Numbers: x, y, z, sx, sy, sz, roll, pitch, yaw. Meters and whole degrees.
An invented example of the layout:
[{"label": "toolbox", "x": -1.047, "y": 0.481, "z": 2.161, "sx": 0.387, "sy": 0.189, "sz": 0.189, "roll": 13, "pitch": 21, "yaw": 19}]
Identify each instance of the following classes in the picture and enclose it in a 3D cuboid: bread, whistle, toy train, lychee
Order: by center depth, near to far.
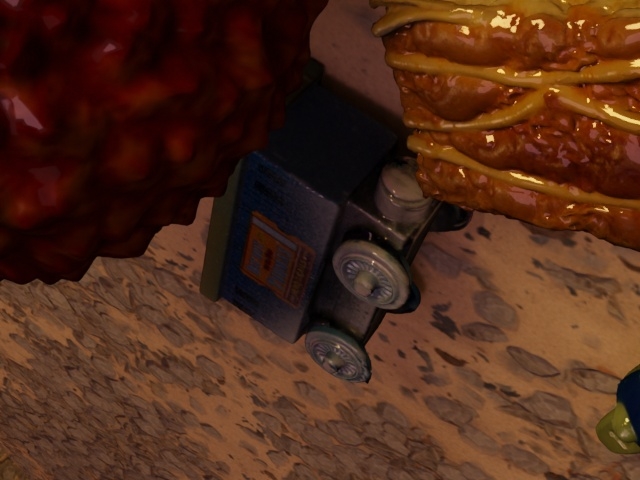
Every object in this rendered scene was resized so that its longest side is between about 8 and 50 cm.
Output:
[{"label": "lychee", "x": -0.200, "y": -0.167, "z": 0.678, "sx": 0.425, "sy": 0.424, "sz": 0.500, "roll": 17, "pitch": 159, "yaw": 30}, {"label": "bread", "x": 0.182, "y": -0.087, "z": 0.686, "sx": 0.275, "sy": 0.114, "sz": 0.184, "roll": 13, "pitch": 142, "yaw": 31}, {"label": "whistle", "x": 0.290, "y": 0.134, "z": 0.893, "sx": 0.105, "sy": 0.085, "sz": 0.227, "roll": 46, "pitch": 149, "yaw": 3}, {"label": "toy train", "x": 0.000, "y": 0.000, "z": 0.963, "sx": 0.202, "sy": 0.131, "sz": 0.299, "roll": 34, "pitch": 148, "yaw": 9}]
